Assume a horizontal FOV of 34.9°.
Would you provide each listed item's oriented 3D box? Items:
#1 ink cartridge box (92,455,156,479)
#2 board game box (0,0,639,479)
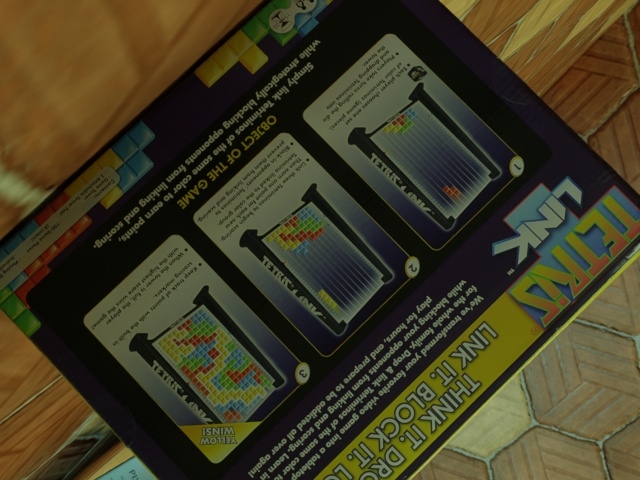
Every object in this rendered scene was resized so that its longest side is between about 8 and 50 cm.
[{"bbox_3d":[-0.119,0.205,1.019,0.232,0.066,0.189,-29,176,23],"label":"ink cartridge box"},{"bbox_3d":[0.000,0.005,0.334,0.170,0.141,0.048,-43,174,-5],"label":"board game box"}]
